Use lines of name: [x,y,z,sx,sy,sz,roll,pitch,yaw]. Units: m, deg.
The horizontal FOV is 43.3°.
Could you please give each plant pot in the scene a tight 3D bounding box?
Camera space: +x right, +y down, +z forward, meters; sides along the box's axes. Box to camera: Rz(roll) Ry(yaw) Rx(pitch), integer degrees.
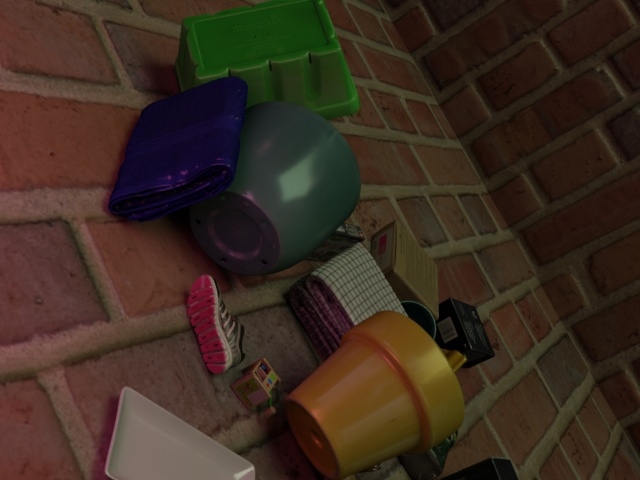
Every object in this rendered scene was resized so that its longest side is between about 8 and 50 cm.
plant pot: [-0.104,-0.075,1.480,0.293,0.293,0.235,52,41,-13]
plant pot: [0.079,0.284,1.398,0.239,0.254,0.254,-29,86,-25]

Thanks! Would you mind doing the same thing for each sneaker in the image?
sneaker: [-0.170,0.141,1.357,0.075,0.063,0.170,11,57,-57]

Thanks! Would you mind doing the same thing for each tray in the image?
tray: [-0.195,0.328,1.135,0.270,0.030,0.145,42,30,-31]

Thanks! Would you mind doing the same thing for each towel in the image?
towel: [0.078,0.168,1.693,0.283,0.121,0.235,57,31,2]
towel: [-0.234,-0.161,1.405,0.308,0.228,0.076,-89,159,-50]

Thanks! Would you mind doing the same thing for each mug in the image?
mug: [0.183,0.216,1.861,0.129,0.158,0.097,51,-10,5]

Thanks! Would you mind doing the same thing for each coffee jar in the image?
coffee jar: [0.237,0.437,1.743,0.096,0.079,0.184,56,26,2]

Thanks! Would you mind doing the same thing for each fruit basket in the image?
fruit basket: [-0.111,-0.303,1.722,0.392,0.392,0.282,24,42,-51]

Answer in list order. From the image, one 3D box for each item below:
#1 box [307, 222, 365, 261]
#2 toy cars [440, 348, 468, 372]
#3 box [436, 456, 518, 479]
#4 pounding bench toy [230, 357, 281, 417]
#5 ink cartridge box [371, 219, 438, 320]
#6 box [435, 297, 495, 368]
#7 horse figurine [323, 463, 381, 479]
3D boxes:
box: [0.000,0.000,1.766,0.207,0.114,0.036,11,52,-58]
toy cars: [0.224,0.309,1.774,0.087,0.176,0.394,45,23,11]
box: [0.358,0.584,1.710,0.108,0.153,0.207,24,42,-51]
pounding bench toy: [-0.099,0.253,1.368,0.083,0.052,0.065,55,25,-7]
ink cartridge box: [0.219,0.089,2.097,0.193,0.088,0.234,46,28,-21]
box: [0.381,0.255,2.199,0.158,0.093,0.156,21,43,-51]
horse figurine: [0.052,0.469,1.387,0.174,0.066,0.263,50,28,-30]
